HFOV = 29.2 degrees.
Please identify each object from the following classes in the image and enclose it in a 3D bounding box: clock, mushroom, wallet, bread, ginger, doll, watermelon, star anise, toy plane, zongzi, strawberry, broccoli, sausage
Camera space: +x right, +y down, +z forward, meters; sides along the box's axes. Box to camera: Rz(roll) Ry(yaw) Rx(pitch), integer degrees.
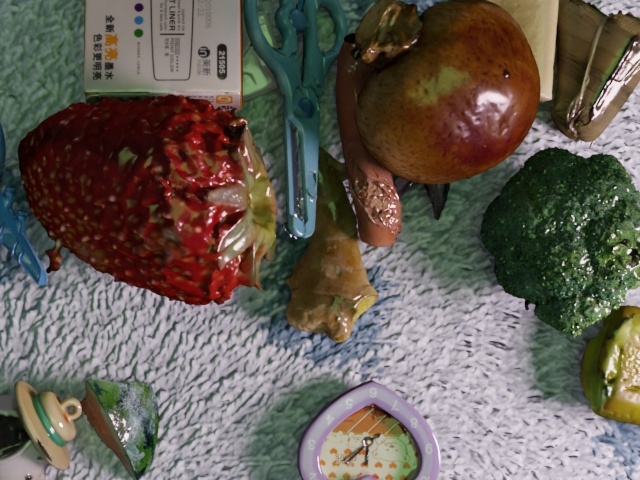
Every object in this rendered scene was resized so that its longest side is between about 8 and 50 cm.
[{"bbox_3d":[0.067,0.281,1.717,0.198,0.064,0.172,2,86,-7],"label":"clock"},{"bbox_3d":[0.162,-0.202,1.624,0.283,0.195,0.263,29,96,-17],"label":"mushroom"},{"bbox_3d":[-0.146,-0.249,1.744,0.183,0.032,0.124,-20,90,-8],"label":"wallet"},{"bbox_3d":[0.274,-0.291,1.772,0.140,0.060,0.178,6,87,17],"label":"bread"},{"bbox_3d":[0.000,0.000,1.725,0.131,0.086,0.294,-12,79,5],"label":"ginger"},{"bbox_3d":[-0.467,0.276,1.614,0.272,0.144,0.208,15,94,-10],"label":"doll"},{"bbox_3d":[-0.266,0.253,1.691,0.101,0.080,0.155,-23,86,-43],"label":"watermelon"},{"bbox_3d":[0.140,-0.141,1.755,0.181,0.061,0.204,13,85,-6],"label":"star anise"},{"bbox_3d":[-0.470,-0.033,1.629,0.254,0.105,0.271,17,106,16],"label":"toy plane"},{"bbox_3d":[0.367,-0.260,1.786,0.197,0.099,0.194,33,93,20],"label":"zongzi"},{"bbox_3d":[0.556,0.201,1.757,0.384,0.112,0.166,13,91,-7],"label":"bread"},{"bbox_3d":[-0.230,-0.045,1.621,0.344,0.292,0.292,-7,87,13],"label":"strawberry"},{"bbox_3d":[0.357,0.007,1.704,0.270,0.270,0.269,22,83,-36],"label":"broccoli"},{"bbox_3d":[0.063,-0.138,1.705,0.078,0.078,0.304,-8,82,-7],"label":"sausage"}]

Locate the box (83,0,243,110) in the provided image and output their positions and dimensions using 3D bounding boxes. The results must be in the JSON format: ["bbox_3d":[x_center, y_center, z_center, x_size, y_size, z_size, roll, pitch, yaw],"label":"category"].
[{"bbox_3d":[-0.215,-0.314,1.687,0.221,0.091,0.273,-3,78,-4],"label":"box"}]

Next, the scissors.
[{"bbox_3d":[-0.031,-0.195,1.695,0.180,0.032,0.392,9,76,-38],"label":"scissors"}]
